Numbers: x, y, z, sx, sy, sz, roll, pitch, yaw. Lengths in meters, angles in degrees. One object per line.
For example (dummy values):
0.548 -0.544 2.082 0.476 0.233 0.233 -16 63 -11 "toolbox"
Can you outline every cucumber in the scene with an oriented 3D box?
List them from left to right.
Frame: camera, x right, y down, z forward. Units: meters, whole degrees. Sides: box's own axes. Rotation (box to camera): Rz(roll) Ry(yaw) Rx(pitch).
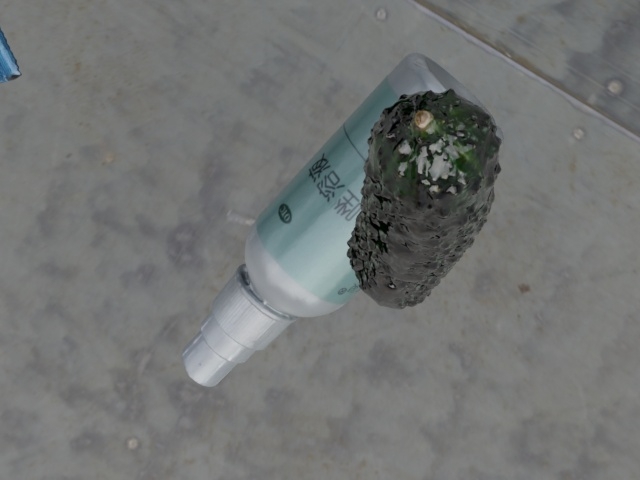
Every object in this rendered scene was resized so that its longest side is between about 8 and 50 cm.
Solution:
0.054 -0.016 0.521 0.072 0.300 0.072 0 78 -1 "cucumber"

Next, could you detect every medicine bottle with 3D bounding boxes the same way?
0.000 0.000 0.849 0.110 0.110 0.352 41 110 -8 "medicine bottle"

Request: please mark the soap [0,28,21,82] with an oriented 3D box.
-0.500 -0.204 1.077 0.293 0.077 0.156 -22 105 -22 "soap"
